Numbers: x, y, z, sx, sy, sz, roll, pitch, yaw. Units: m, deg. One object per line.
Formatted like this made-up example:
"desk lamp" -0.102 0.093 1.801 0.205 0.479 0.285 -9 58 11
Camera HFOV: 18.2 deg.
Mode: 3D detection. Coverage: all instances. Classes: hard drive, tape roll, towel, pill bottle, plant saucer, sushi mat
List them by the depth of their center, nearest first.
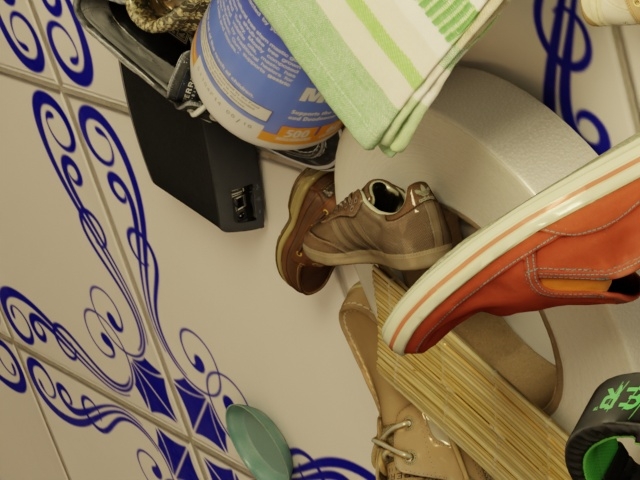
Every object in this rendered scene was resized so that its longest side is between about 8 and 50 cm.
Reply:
"towel" 0.062 -0.245 1.363 0.248 0.038 0.325 55 132 19
"pill bottle" 0.001 -0.197 1.584 0.152 0.152 0.272 54 150 10
"tape roll" 0.155 0.043 1.647 0.392 0.072 0.392 44 152 31
"sushi mat" 0.150 0.157 1.680 0.316 0.019 0.151 42 151 32
"hard drive" -0.136 -0.135 2.009 0.172 0.054 0.255 34 144 42
"plant saucer" -0.067 0.237 2.318 0.119 0.021 0.119 41 148 32

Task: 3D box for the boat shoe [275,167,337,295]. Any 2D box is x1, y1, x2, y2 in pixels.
"boat shoe" 0.000 0.000 1.900 0.060 0.064 0.178 48 150 26

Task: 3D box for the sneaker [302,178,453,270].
"sneaker" 0.046 -0.018 1.644 0.188 0.066 0.071 4 105 56

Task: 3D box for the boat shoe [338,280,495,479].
"boat shoe" 0.108 0.193 1.860 0.341 0.110 0.121 57 154 4

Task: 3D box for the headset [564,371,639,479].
"headset" 0.316 0.253 1.442 0.243 0.185 0.394 7 146 46

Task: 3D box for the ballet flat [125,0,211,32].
"ballet flat" -0.101 -0.336 1.590 0.164 0.182 0.483 47 151 25

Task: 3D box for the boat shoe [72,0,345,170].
"boat shoe" -0.097 -0.152 1.813 0.301 0.102 0.108 39 130 15

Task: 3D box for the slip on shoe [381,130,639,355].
"slip on shoe" 0.179 0.008 1.400 0.331 0.123 0.101 -31 91 28

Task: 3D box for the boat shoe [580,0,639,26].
"boat shoe" 0.205 -0.223 1.318 0.059 0.063 0.170 9 120 29
